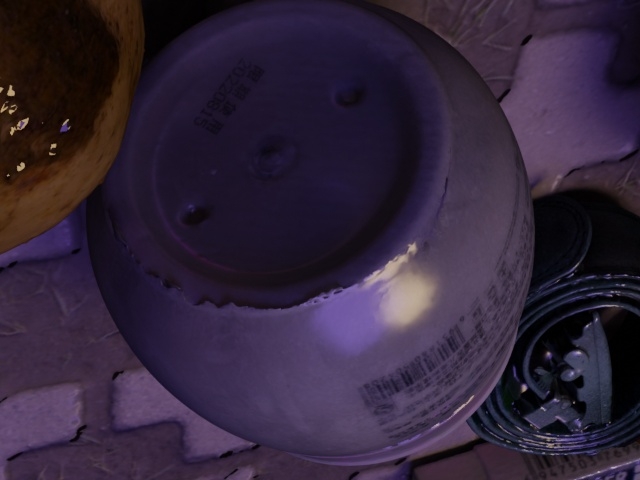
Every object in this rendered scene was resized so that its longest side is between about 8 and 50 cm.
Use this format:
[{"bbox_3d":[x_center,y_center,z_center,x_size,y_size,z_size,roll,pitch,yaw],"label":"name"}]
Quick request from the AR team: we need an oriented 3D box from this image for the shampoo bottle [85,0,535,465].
[{"bbox_3d":[0.000,0.000,0.962,0.273,0.273,0.266,-25,151,0],"label":"shampoo bottle"}]

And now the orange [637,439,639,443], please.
[{"bbox_3d":[0.343,0.127,1.414,0.156,0.124,0.156,-6,123,-9],"label":"orange"}]

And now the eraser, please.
[{"bbox_3d":[0.230,0.248,1.521,0.287,0.086,0.130,-14,139,-13],"label":"eraser"}]

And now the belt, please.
[{"bbox_3d":[0.211,0.069,1.276,0.206,0.116,0.267,-4,135,-4],"label":"belt"}]

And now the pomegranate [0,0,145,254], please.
[{"bbox_3d":[-0.218,-0.111,0.716,0.281,0.281,0.281,-15,141,-12],"label":"pomegranate"}]
